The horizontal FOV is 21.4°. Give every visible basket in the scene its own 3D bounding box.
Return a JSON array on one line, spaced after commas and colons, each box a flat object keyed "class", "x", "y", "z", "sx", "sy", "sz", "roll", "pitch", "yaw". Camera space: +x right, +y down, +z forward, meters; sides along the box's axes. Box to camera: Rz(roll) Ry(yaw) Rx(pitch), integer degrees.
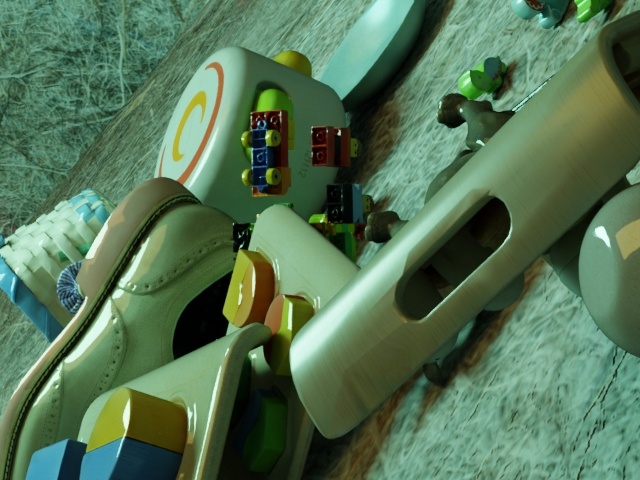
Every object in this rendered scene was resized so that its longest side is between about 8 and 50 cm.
[{"class": "basket", "x": -0.281, "y": 0.100, "z": 1.765, "sx": 0.289, "sy": 0.255, "sz": 0.201, "roll": -44, "pitch": 17, "yaw": -1}]

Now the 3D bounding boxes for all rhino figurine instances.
[{"class": "rhino figurine", "x": 0.082, "y": 0.011, "z": 1.163, "sx": 0.106, "sy": 0.073, "sz": 0.243, "roll": 12, "pitch": 67, "yaw": 50}]

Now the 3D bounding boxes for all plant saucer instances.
[{"class": "plant saucer", "x": 0.059, "y": -0.197, "z": 1.774, "sx": 0.195, "sy": 0.037, "sz": 0.195, "roll": -50, "pitch": 16, "yaw": 20}]

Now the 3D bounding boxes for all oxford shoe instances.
[{"class": "oxford shoe", "x": -0.178, "y": 0.147, "z": 1.531, "sx": 0.140, "sy": 0.146, "sz": 0.397, "roll": 6, "pitch": -70, "yaw": -59}]

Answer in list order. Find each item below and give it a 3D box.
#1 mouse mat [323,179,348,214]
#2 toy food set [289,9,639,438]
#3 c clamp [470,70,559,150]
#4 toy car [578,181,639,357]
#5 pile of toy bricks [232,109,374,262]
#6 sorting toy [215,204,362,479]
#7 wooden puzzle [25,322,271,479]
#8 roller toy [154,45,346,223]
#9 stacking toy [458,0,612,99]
[{"class": "mouse mat", "x": -0.031, "y": 0.043, "z": 1.525, "sx": 0.190, "sy": 0.007, "sz": 0.152, "roll": -61, "pitch": 2, "yaw": -23}, {"class": "toy food set", "x": 0.137, "y": -0.016, "z": 0.852, "sx": 0.220, "sy": 0.092, "sz": 0.306, "roll": -46, "pitch": -11, "yaw": 31}, {"class": "c clamp", "x": 0.134, "y": -0.057, "z": 1.275, "sx": 0.160, "sy": 0.022, "sz": 0.137, "roll": -43, "pitch": 13, "yaw": 42}, {"class": "toy car", "x": 0.195, "y": 0.044, "z": 0.660, "sx": 0.182, "sy": 0.159, "sz": 0.136, "roll": -167, "pitch": 76, "yaw": -74}, {"class": "pile of toy bricks", "x": 0.000, "y": 0.000, "z": 1.398, "sx": 0.118, "sy": 0.105, "sz": 0.212, "roll": 0, "pitch": 90, "yaw": 35}, {"class": "sorting toy", "x": -0.043, "y": 0.091, "z": 1.285, "sx": 0.193, "sy": 0.038, "sz": 0.208, "roll": 42, "pitch": 115, "yaw": 63}, {"class": "wooden puzzle", "x": -0.174, "y": 0.235, "z": 1.278, "sx": 0.322, "sy": 0.080, "sz": 0.348, "roll": -29, "pitch": 40, "yaw": 60}, {"class": "roller toy", "x": -0.066, "y": -0.084, "z": 1.685, "sx": 0.191, "sy": 0.146, "sz": 0.209, "roll": -59, "pitch": 24, "yaw": 22}, {"class": "stacking toy", "x": 0.191, "y": -0.229, "z": 1.401, "sx": 0.167, "sy": 0.052, "sz": 0.221, "roll": -37, "pitch": 24, "yaw": 51}]
